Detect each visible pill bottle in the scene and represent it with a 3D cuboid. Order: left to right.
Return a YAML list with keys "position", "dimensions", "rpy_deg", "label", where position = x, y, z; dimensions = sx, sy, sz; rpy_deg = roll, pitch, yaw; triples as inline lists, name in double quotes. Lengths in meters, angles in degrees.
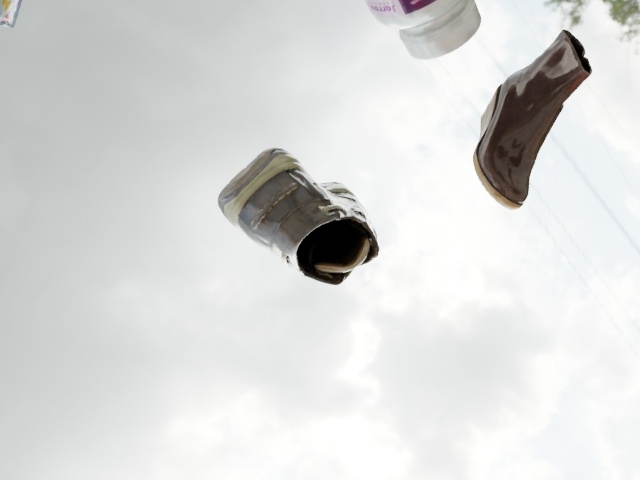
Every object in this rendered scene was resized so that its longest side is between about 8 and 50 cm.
- position: [0.123, -0.421, 0.993]
  dimensions: [0.301, 0.169, 0.169]
  rpy_deg: [53, -129, -35]
  label: "pill bottle"

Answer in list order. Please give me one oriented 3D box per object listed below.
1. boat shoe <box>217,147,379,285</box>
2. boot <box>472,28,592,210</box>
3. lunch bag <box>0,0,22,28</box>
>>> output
- position: [0.000, 0.000, 0.865]
  dimensions: [0.130, 0.132, 0.355]
  rpy_deg: [50, -167, 22]
  label: "boat shoe"
- position: [0.329, -0.189, 1.049]
  dimensions: [0.090, 0.207, 0.248]
  rpy_deg: [22, -133, -20]
  label: "boot"
- position: [-0.401, -0.311, 0.826]
  dimensions: [0.071, 0.053, 0.083]
  rpy_deg: [22, -75, 0]
  label: "lunch bag"
